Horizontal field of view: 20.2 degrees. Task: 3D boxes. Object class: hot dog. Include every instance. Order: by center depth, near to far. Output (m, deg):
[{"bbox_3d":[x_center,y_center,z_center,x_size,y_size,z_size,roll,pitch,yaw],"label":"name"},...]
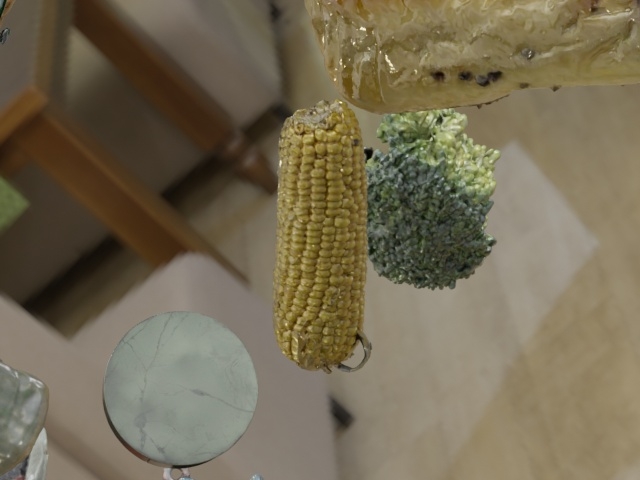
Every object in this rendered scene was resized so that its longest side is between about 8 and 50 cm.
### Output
[{"bbox_3d":[0.157,-0.296,1.791,0.366,0.196,0.367,-6,67,18],"label":"hot dog"}]

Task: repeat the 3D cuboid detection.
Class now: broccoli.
[{"bbox_3d":[0.120,-0.081,2.333,0.247,0.263,0.243,-11,39,32],"label":"broccoli"}]

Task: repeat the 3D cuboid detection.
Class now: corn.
[{"bbox_3d":[0.000,0.000,1.806,0.106,0.293,0.106,0,26,0],"label":"corn"}]

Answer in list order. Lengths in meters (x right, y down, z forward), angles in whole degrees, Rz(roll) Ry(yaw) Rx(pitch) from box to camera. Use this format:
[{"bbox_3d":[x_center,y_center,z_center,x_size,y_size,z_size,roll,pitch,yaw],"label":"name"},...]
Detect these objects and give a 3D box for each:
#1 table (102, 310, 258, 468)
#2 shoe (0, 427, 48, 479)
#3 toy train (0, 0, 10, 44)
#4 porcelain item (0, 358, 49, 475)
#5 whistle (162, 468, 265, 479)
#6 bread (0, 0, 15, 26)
[{"bbox_3d":[-0.123,0.130,1.557,0.133,0.133,0.043,-54,1,-16],"label":"table"},{"bbox_3d":[-0.386,0.296,2.101,0.227,0.126,0.099,-95,13,-46],"label":"shoe"},{"bbox_3d":[-0.364,-0.282,1.482,0.139,0.330,0.178,-2,65,39],"label":"toy train"},{"bbox_3d":[-0.270,0.069,1.137,0.069,0.215,0.081,-12,48,35],"label":"porcelain item"},{"bbox_3d":[-0.057,0.370,1.853,0.142,0.346,0.133,-26,-15,-45],"label":"whistle"},{"bbox_3d":[-0.400,-0.303,1.954,0.167,0.132,0.294,-4,56,50],"label":"bread"}]
